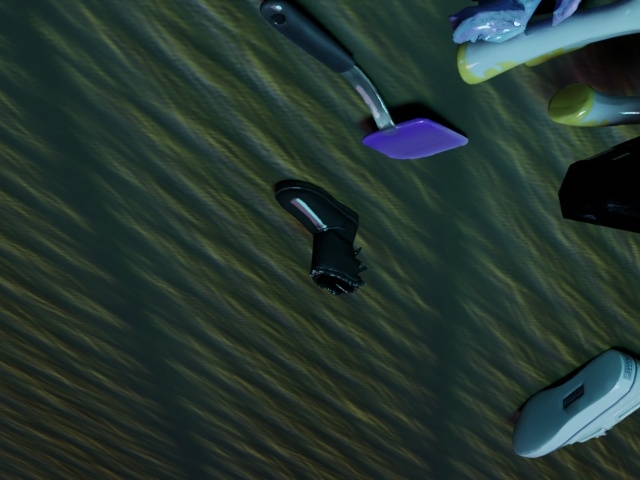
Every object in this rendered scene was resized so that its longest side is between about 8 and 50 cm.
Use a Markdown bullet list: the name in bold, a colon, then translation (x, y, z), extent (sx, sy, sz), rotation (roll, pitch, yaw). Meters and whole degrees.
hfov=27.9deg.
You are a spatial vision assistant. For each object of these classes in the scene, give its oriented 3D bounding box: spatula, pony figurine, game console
- **spatula**: translation (0.036, -0.147, 1.234), extent (0.084, 0.030, 0.296), rotation (-16, 143, 32)
- **pony figurine**: translation (0.276, -0.192, 0.957), extent (0.363, 0.303, 0.351), rotation (0, 160, 30)
- **game console**: translation (0.389, -0.088, 1.093), extent (0.361, 0.044, 0.213), rotation (-23, -166, -15)

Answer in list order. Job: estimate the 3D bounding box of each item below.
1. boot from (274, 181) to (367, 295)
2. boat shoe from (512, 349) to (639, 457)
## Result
- **boot**: translation (-0.001, 0.000, 1.406), extent (0.121, 0.099, 0.045), rotation (28, 139, -34)
- **boat shoe**: translation (0.359, 0.237, 1.752), extent (0.084, 0.095, 0.258), rotation (22, 145, -19)
